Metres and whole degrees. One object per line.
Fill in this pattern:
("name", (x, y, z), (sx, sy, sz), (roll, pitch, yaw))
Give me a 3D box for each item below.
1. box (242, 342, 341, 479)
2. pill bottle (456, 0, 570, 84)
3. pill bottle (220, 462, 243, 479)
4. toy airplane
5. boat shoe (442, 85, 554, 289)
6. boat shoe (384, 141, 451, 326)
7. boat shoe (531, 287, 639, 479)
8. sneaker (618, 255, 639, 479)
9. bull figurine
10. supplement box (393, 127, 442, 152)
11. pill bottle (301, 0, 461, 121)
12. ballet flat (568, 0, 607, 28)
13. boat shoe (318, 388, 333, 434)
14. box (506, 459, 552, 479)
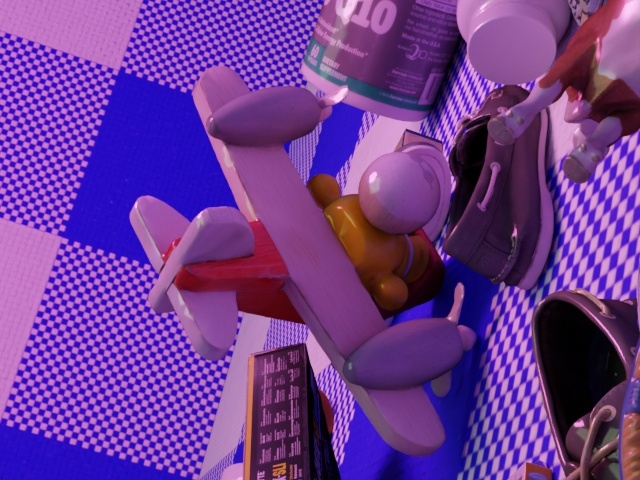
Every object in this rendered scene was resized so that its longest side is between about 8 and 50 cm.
("box", (-0.020, 0.301, 1.424), (0.322, 0.079, 0.257), (-94, -11, -66))
("pill bottle", (0.208, -0.270, 1.402), (0.121, 0.121, 0.216), (117, 168, -46))
("pill bottle", (-0.117, 0.453, 1.923), (0.131, 0.131, 0.229), (118, 166, -49))
("toy airplane", (0.000, 0.000, 1.364), (0.272, 0.386, 0.384), (-41, 17, 23))
("boat shoe", (0.171, -0.077, 1.327), (0.335, 0.095, 0.112), (-86, 16, -56))
("boat shoe", (0.083, -0.014, 1.687), (0.099, 0.116, 0.319), (-89, 13, -50))
("boat shoe", (0.192, 0.130, 0.804), (0.305, 0.091, 0.109), (-88, 18, -61))
("sneaker", (0.232, 0.047, 0.745), (0.131, 0.112, 0.296), (107, -175, -64))
("bull figurine", (0.232, -0.129, 0.908), (0.188, 0.101, 0.310), (-43, -2, -33))
("supplement box", (0.123, -0.090, 1.773), (0.083, 0.056, 0.083), (117, 167, -47))
("pill bottle", (0.122, -0.370, 1.853), (0.204, 0.204, 0.361), (-98, 27, -70))
("ballet flat", (0.265, -0.301, 1.301), (0.070, 0.070, 0.188), (138, 148, -73))
("boat shoe", (-0.029, 0.305, 1.870), (0.207, 0.073, 0.073), (-81, 14, -46))
("box", (0.153, 0.240, 1.033), (0.081, 0.028, 0.136), (119, 164, -51))
